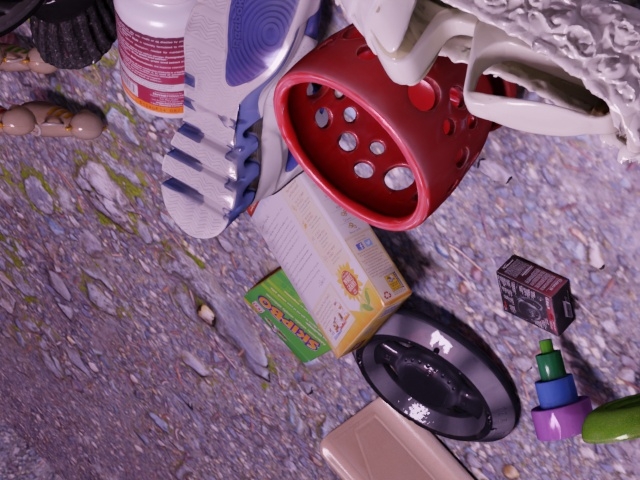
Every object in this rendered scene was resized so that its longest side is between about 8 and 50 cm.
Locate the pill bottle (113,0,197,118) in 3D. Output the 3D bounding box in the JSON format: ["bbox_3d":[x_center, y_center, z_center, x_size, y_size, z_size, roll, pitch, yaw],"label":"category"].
[{"bbox_3d":[-0.164,-0.244,2.052,0.121,0.121,0.221,37,152,20],"label":"pill bottle"}]

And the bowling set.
[{"bbox_3d":[-0.420,-0.224,2.418,0.154,0.287,0.200,10,103,42],"label":"bowling set"}]

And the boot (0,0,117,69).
[{"bbox_3d":[-0.307,-0.267,2.015,0.131,0.348,0.260,21,143,11],"label":"boot"}]

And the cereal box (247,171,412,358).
[{"bbox_3d":[0.000,0.000,2.161,0.240,0.047,0.173,59,153,11],"label":"cereal box"}]

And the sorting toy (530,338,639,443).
[{"bbox_3d":[0.326,0.130,1.883,0.365,0.127,0.126,-11,94,59],"label":"sorting toy"}]

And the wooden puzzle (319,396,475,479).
[{"bbox_3d":[0.118,0.312,2.499,0.221,0.044,0.238,47,150,1],"label":"wooden puzzle"}]

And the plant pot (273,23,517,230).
[{"bbox_3d":[0.080,-0.130,1.779,0.191,0.174,0.191,36,151,23],"label":"plant pot"}]

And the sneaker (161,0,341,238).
[{"bbox_3d":[-0.056,-0.164,2.004,0.127,0.182,0.315,33,121,24],"label":"sneaker"}]

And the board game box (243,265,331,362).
[{"bbox_3d":[-0.008,0.079,2.362,0.124,0.039,0.259,48,151,-4],"label":"board game box"}]

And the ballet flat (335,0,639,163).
[{"bbox_3d":[0.132,-0.179,1.606,0.409,0.147,0.147,24,146,25],"label":"ballet flat"}]

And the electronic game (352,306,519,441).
[{"bbox_3d":[0.133,0.161,2.240,0.229,0.048,0.229,27,149,18],"label":"electronic game"}]

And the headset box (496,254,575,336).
[{"bbox_3d":[0.230,0.060,1.978,0.083,0.032,0.062,25,147,37],"label":"headset box"}]
